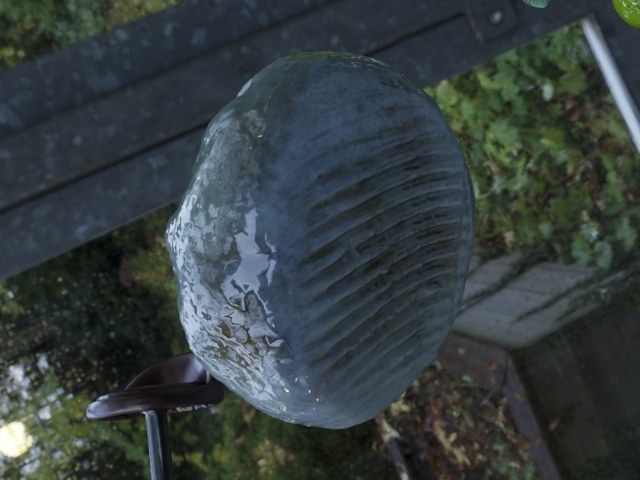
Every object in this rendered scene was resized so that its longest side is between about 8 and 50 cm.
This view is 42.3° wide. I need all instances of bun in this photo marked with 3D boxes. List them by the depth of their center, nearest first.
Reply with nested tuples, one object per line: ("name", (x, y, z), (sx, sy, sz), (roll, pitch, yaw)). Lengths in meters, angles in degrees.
("bun", (0.000, 0.000, 0.822), (0.211, 0.362, 0.362), (5, 125, 41))

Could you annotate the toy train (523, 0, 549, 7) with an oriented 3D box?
("toy train", (0.236, -0.296, 0.878), (0.038, 0.056, 0.093), (33, 160, 31))

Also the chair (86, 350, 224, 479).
("chair", (-0.243, 0.370, 1.284), (0.226, 0.226, 0.401), (118, 145, -74))

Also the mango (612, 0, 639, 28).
("mango", (0.288, -0.256, 0.704), (0.074, 0.165, 0.091), (28, 158, -23))
